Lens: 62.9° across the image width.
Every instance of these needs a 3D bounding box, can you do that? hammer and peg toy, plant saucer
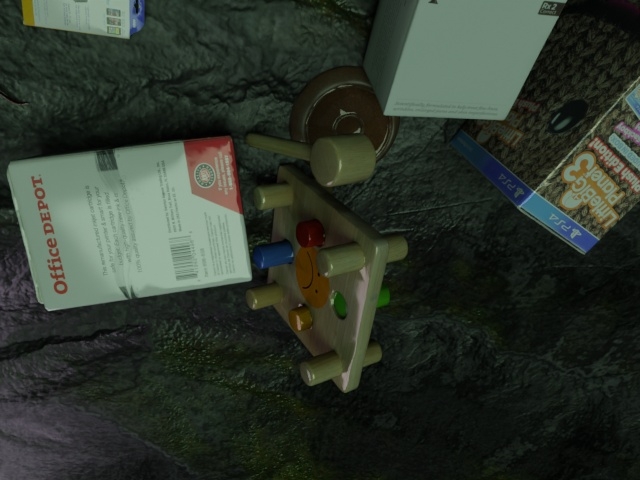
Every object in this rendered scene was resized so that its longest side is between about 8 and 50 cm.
[{"bbox_3d":[0.000,0.000,0.743,0.127,0.266,0.361,-11,124,-31],"label":"hammer and peg toy"},{"bbox_3d":[0.039,-0.167,0.768,0.168,0.029,0.168,-6,123,-9],"label":"plant saucer"}]

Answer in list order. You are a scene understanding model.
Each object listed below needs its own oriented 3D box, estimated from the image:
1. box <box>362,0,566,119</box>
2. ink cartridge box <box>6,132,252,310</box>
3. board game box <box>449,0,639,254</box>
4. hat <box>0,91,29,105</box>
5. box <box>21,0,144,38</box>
[{"bbox_3d":[0.168,-0.259,0.653,0.181,0.119,0.182,-1,139,-14],"label":"box"},{"bbox_3d":[-0.242,-0.032,0.712,0.273,0.114,0.197,-8,105,-8],"label":"ink cartridge box"},{"bbox_3d":[0.357,-0.174,0.709,0.141,0.232,0.291,28,111,-24],"label":"board game box"},{"bbox_3d":[-0.487,-0.267,0.601,0.173,0.183,0.208,3,101,15],"label":"hat"},{"bbox_3d":[-0.281,-0.292,0.625,0.136,0.028,0.081,3,120,-16],"label":"box"}]
